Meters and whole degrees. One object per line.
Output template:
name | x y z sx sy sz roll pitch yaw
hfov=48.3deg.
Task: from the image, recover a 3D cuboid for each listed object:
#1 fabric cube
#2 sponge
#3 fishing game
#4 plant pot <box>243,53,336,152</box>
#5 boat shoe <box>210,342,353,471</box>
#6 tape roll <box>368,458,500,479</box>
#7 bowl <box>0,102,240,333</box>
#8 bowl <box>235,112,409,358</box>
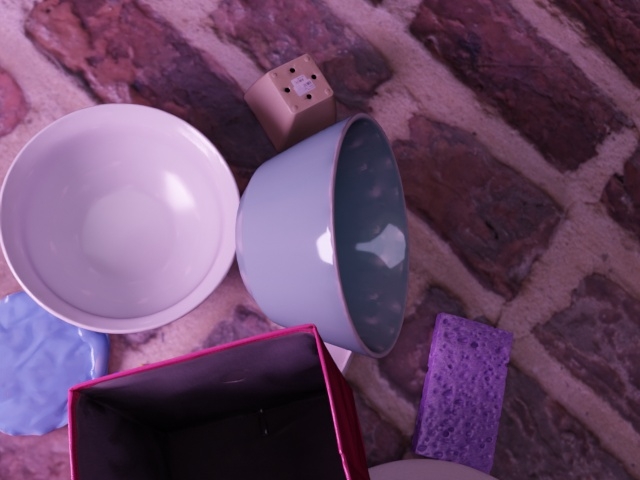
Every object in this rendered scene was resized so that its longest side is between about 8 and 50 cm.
fabric cube | -0.077 0.269 0.735 0.254 0.258 0.259 -15 63 3
sponge | 0.208 0.221 1.042 0.117 0.031 0.210 16 74 -8
fishing game | -0.367 0.153 0.921 0.264 0.041 0.189 29 71 -19
plant pot | -0.038 -0.214 1.062 0.109 0.096 0.109 -30 83 -17
boat shoe | -0.044 0.213 0.954 0.098 0.096 0.277 42 72 0
tape roll | 0.144 0.450 0.853 0.392 0.072 0.392 5 43 -5
bowl | -0.256 -0.019 0.946 0.298 0.134 0.298 3 76 -11
bowl | 0.000 0.000 0.939 0.163 0.311 0.312 -5 75 22
